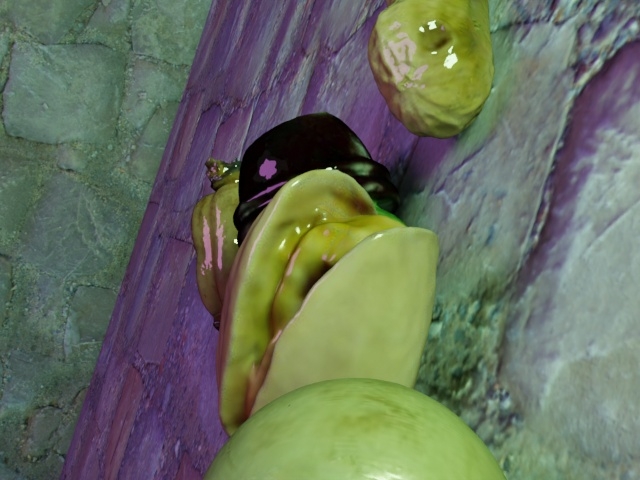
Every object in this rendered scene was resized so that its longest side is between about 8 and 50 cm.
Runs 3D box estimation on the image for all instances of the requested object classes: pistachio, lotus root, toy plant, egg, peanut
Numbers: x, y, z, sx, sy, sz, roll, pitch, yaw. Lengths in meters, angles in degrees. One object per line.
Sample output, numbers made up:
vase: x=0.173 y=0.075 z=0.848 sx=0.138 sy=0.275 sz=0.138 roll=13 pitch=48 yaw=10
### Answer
pistachio: x=0.006 y=0.091 z=0.661 sx=0.187 sy=0.187 sz=0.299 roll=-105 pitch=27 yaw=-55
lotus root: x=-0.121 y=0.008 z=1.128 sx=0.154 sy=0.140 sz=0.257 roll=-19 pitch=65 yaw=49
toy plant: x=0.000 y=0.000 z=0.806 sx=0.218 sy=0.175 sz=0.235 roll=-37 pitch=66 yaw=48
egg: x=0.012 y=0.235 z=0.494 sx=0.218 sy=0.218 sz=0.295 roll=-146 pitch=68 yaw=-69
peanut: x=0.106 y=-0.207 z=0.746 sx=0.110 sy=0.120 sz=0.236 roll=65 pitch=-159 yaw=-60
